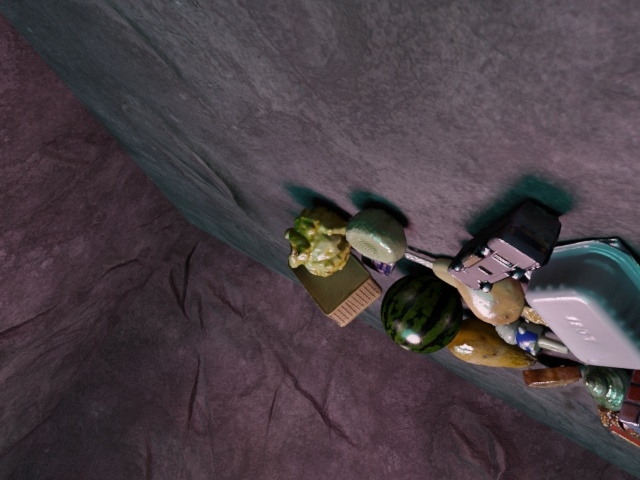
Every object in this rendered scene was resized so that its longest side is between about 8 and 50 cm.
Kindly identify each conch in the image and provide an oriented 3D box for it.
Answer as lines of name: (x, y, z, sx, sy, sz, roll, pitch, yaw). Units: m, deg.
conch: (0.912, 0.459, 1.376, 0.188, 0.122, 0.176, 46, -176, -33)

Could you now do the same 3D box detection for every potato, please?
potato: (0.451, 0.124, 1.174, 0.235, 0.128, 0.161, 36, 129, 5)

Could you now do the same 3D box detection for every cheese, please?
cheese: (0.377, 0.086, 1.343, 0.251, 0.054, 0.127, 22, 159, 32)

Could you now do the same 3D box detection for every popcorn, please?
popcorn: (0.000, 0.000, 1.485, 0.255, 0.195, 0.256, -16, 109, 15)

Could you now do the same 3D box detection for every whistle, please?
whistle: (0.679, 0.315, 1.410, 0.244, 0.092, 0.110, 20, 157, 41)

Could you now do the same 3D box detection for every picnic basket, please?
picnic basket: (0.055, 0.136, 1.646, 0.313, 0.228, 0.175, 49, -178, 35)

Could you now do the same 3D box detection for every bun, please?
bun: (0.171, -0.020, 1.279, 0.195, 0.118, 0.195, 28, 158, 12)

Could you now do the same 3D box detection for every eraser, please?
eraser: (0.211, 0.051, 1.524, 0.124, 0.068, 0.210, 32, 166, 14)

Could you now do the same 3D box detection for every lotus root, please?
lotus root: (0.854, 0.512, 1.623, 0.170, 0.074, 0.261, -6, 158, 13)

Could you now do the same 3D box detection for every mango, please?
mango: (0.646, 0.397, 1.642, 0.329, 0.176, 0.176, 12, -170, -5)

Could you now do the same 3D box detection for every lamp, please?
lamp: (1.079, 0.602, 1.429, 0.274, 0.177, 0.177, 27, 165, 8)

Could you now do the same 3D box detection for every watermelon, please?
watermelon: (0.356, 0.258, 1.526, 0.285, 0.285, 0.285, 29, 165, 9)

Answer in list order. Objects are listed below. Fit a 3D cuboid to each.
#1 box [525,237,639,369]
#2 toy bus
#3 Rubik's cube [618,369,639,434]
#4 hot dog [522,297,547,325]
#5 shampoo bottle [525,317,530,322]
box: (0.586, 0.161, 0.924, 0.337, 0.106, 0.264, 45, 157, -8)
toy bus: (0.392, 0.023, 0.959, 0.112, 0.138, 0.317, 35, 167, 5)
Rubik's cube: (0.862, 0.369, 0.943, 0.237, 0.238, 0.237, 37, 165, -16)
hot dog: (0.646, 0.191, 1.113, 0.242, 0.073, 0.084, 12, 153, 50)
shampoo bottle: (0.671, 0.221, 1.178, 0.207, 0.063, 0.057, 13, 155, 49)
